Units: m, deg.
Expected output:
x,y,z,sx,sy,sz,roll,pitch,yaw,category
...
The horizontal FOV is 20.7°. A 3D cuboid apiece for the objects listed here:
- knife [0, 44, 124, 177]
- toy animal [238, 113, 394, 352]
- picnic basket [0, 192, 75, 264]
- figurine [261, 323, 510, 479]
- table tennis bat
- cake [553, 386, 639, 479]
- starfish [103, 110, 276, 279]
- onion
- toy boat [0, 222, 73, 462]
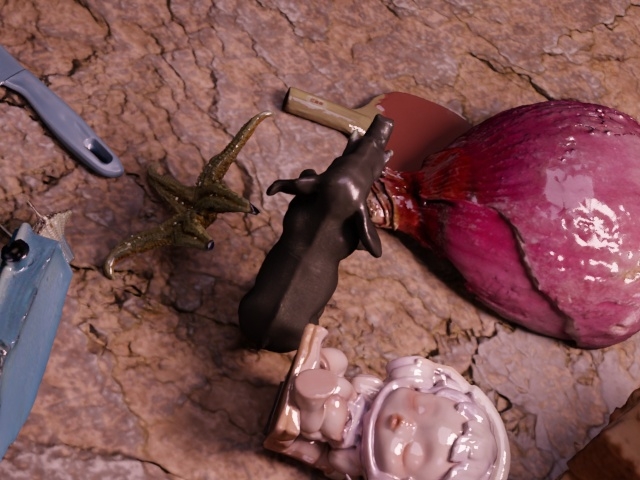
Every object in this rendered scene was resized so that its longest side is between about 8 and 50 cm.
x,y,z,sx,sy,sz,roll,pitch,yaw,category
-0.307,-0.165,1.713,0.313,0.019,0.044,44,53,12,knife
0.006,0.001,1.596,0.115,0.245,0.146,18,12,9,toy animal
-0.258,-0.005,1.589,0.083,0.065,0.083,50,55,-7,picnic basket
0.068,0.170,1.560,0.237,0.141,0.162,26,63,-8,figurine
0.072,-0.110,1.843,0.234,0.022,0.131,18,53,-13,table tennis bat
0.377,0.236,1.565,0.256,0.290,0.282,-25,67,-37,cake
-0.114,-0.038,1.621,0.050,0.217,0.223,38,-1,-32,starfish
0.222,-0.045,1.767,0.349,0.159,0.267,8,54,-24,onion
-0.289,0.099,1.479,0.098,0.109,0.238,5,58,14,toy boat
